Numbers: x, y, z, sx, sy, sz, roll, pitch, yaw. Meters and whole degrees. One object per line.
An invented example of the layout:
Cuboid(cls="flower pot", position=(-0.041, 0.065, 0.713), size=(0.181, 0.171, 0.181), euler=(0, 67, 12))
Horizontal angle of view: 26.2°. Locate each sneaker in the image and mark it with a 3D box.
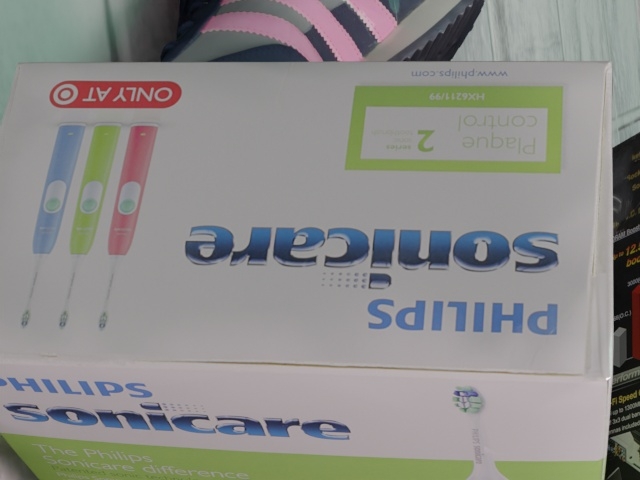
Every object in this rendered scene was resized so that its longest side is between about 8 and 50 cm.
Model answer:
Cuboid(cls="sneaker", position=(-0.043, -0.090, 0.697), size=(0.319, 0.131, 0.112), euler=(-35, 163, -51))

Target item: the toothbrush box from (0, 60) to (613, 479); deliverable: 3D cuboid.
Cuboid(cls="toothbrush box", position=(0.008, 0.061, 0.542), size=(0.283, 0.206, 0.122), euler=(72, 22, -58))

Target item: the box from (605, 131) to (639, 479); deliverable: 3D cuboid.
Cuboid(cls="box", position=(0.115, 0.104, 0.777), size=(0.076, 0.307, 0.243), euler=(21, 58, -26))
